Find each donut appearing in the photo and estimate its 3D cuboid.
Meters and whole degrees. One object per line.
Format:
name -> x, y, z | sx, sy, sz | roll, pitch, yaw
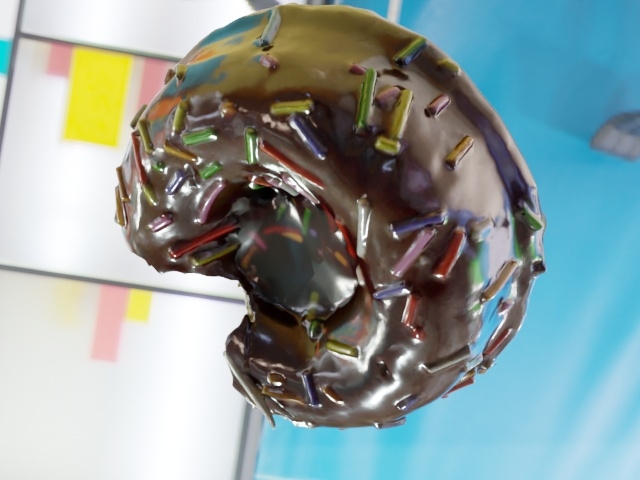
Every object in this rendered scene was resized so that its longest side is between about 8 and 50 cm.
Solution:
donut -> 0.000, -0.001, 0.604 | 0.216, 0.230, 0.096 | -9, -161, 36
